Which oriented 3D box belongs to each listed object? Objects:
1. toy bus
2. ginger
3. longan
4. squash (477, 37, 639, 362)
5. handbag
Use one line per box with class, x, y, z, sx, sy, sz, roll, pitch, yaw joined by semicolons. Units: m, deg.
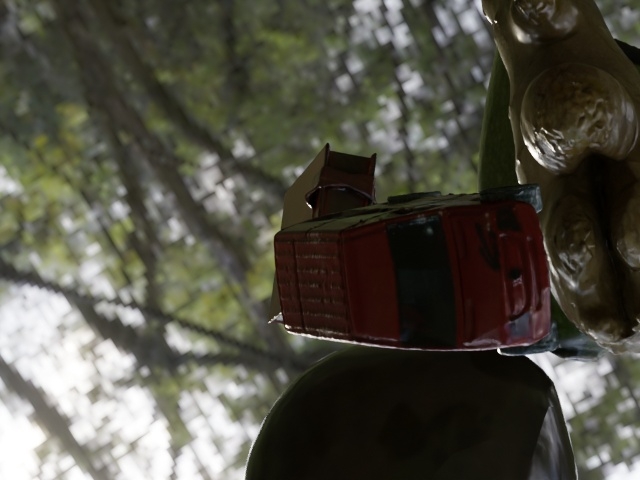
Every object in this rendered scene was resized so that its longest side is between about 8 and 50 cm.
toy bus;0.047;0.017;0.984;0.089;0.081;0.195;-8;-177;-20
ginger;0.189;-0.087;1.551;0.166;0.375;0.236;-43;154;25
longan;0.091;0.262;1.955;0.404;0.336;0.404;-58;-175;8
squash;0.270;-0.039;1.996;0.308;0.310;0.310;-67;-156;2
handbag;0.000;0.000;1.672;0.063;0.127;0.190;10;167;-11
